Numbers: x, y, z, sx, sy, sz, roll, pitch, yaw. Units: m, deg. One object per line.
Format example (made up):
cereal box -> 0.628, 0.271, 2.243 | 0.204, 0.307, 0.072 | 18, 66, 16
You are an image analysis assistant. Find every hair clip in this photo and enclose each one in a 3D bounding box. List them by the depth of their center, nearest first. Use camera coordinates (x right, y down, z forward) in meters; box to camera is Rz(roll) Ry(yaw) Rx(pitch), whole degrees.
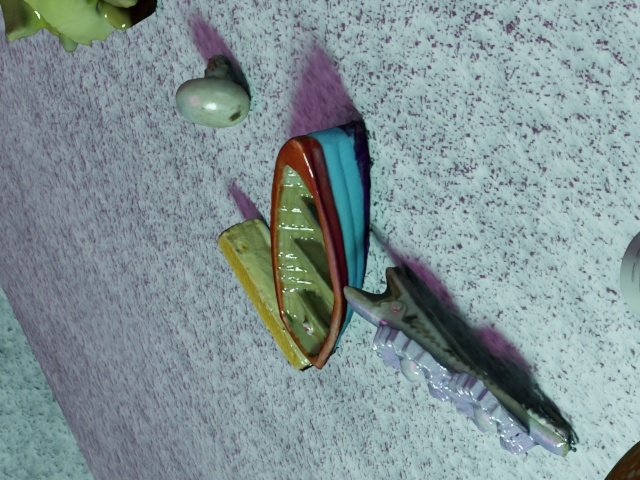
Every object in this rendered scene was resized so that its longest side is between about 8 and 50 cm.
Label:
hair clip -> 0.136, 0.128, 1.768 | 0.292, 0.084, 0.106 | 40, 168, 34

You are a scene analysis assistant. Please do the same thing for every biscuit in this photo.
biscuit -> -0.049, 0.061, 2.102 | 0.188, 0.056, 0.052 | 58, 160, 5

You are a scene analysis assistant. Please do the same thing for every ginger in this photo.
ginger -> -0.357, -0.372, 2.060 | 0.413, 0.211, 0.358 | 7, 121, 64

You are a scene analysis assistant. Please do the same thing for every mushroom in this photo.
mushroom -> -0.115, -0.164, 1.972 | 0.085, 0.085, 0.079 | 167, 116, -67

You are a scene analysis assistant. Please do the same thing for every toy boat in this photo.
toy boat -> 0.000, 0.000, 1.890 | 0.136, 0.079, 0.392 | 52, 158, 27

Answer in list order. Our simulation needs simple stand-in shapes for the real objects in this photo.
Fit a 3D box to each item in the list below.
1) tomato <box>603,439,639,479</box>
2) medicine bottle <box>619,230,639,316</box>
tomato -> 0.310, 0.262, 1.339 | 0.270, 0.222, 0.270 | 50, 155, 34
medicine bottle -> 0.286, 0.032, 1.299 | 0.140, 0.079, 0.079 | 17, 131, 59
